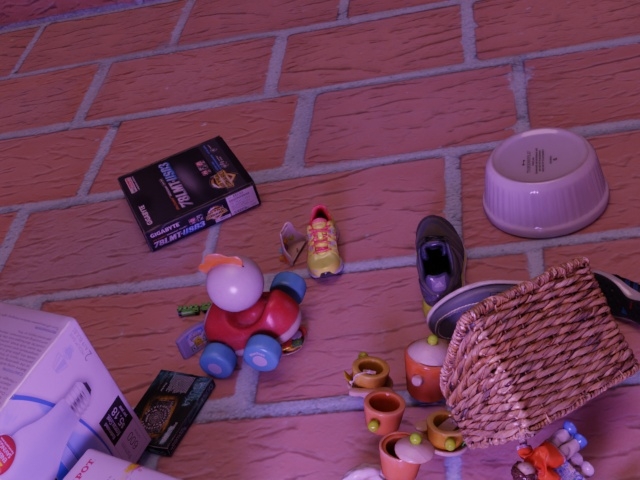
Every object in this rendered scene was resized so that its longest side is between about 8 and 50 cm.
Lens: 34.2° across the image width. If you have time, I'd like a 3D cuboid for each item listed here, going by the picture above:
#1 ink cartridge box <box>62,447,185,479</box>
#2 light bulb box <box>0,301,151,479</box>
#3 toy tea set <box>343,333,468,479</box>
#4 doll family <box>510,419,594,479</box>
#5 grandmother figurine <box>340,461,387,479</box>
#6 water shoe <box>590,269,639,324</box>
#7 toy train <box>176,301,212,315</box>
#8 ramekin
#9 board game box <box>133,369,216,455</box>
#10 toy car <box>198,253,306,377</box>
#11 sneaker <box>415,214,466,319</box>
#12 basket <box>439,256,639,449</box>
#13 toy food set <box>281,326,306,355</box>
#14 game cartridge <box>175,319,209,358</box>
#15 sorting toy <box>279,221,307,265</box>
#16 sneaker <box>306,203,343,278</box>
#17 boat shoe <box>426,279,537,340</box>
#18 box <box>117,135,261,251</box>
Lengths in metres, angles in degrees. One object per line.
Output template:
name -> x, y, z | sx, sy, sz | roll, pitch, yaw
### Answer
ink cartridge box -> -0.299, 0.495, 1.664 | 0.270, 0.197, 0.198 | 10, 44, 31
light bulb box -> -0.530, 0.358, 1.783 | 0.225, 0.358, 0.361 | 7, 48, 30
toy tea set -> 0.160, 0.269, 1.790 | 0.200, 0.124, 0.336 | -2, 29, -9
doll family -> 0.391, 0.418, 1.596 | 0.163, 0.118, 0.263 | -30, 56, -28
grandmother figurine -> 0.070, 0.486, 1.629 | 0.208, 0.104, 0.342 | 13, 34, -7
water shoe -> 0.590, 0.113, 1.947 | 0.080, 0.073, 0.203 | -10, 30, -35
toy train -> -0.272, 0.150, 2.256 | 0.083, 0.017, 0.023 | -9, 48, 10
ramekin -> 0.480, -0.135, 2.245 | 0.273, 0.127, 0.273 | -10, 37, 8
board game box -> -0.300, 0.332, 2.021 | 0.126, 0.026, 0.186 | 6, 41, 26
toy car -> -0.172, 0.109, 2.060 | 0.210, 0.238, 0.219 | -13, 36, 30
sneaker -> 0.244, 0.033, 2.121 | 0.111, 0.121, 0.300 | -12, 37, 6
basket -> 0.335, 0.187, 1.737 | 0.299, 0.223, 0.213 | -23, -5, -30
toy food set -> -0.067, 0.200, 2.107 | 0.083, 0.020, 0.083 | -13, 36, 4
game cartridge -> -0.258, 0.202, 2.150 | 0.083, 0.056, 0.017 | -35, 33, -22
sorting toy -> -0.072, 0.001, 2.324 | 0.045, 0.075, 0.083 | 4, 41, 25
sneaker -> 0.000, 0.000, 2.282 | 0.081, 0.094, 0.208 | -12, 38, 4
boat shoe -> 0.360, 0.142, 1.942 | 0.319, 0.116, 0.099 | -8, 33, 2
box -> -0.331, -0.124, 2.593 | 0.293, 0.073, 0.295 | -23, 36, -10
